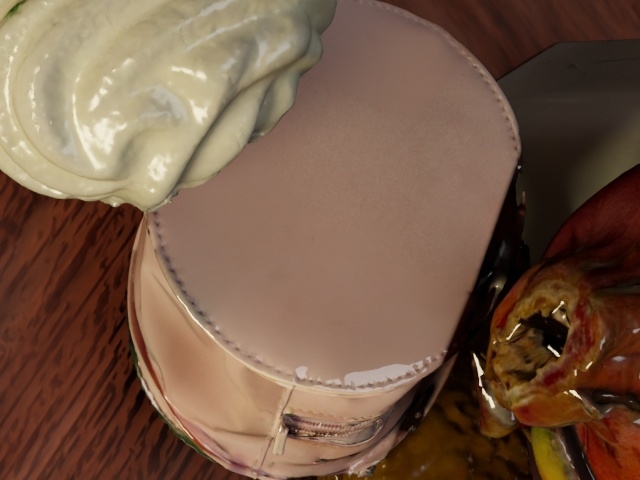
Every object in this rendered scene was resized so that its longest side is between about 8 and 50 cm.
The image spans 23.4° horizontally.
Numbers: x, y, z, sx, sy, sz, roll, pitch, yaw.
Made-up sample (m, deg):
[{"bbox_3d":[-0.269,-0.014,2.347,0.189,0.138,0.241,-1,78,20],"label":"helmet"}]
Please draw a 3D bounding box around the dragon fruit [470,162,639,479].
[{"bbox_3d":[0.212,0.061,0.722,0.315,0.250,0.250,5,90,-14],"label":"dragon fruit"}]

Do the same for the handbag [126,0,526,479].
[{"bbox_3d":[-0.001,0.000,0.715,0.179,0.116,0.205,26,64,-5],"label":"handbag"}]

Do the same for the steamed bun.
[{"bbox_3d":[-0.083,-0.101,0.622,0.183,0.183,0.106,-62,144,-20],"label":"steamed bun"}]

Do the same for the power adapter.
[{"bbox_3d":[0.207,-0.043,0.879,0.125,0.205,0.130,-33,116,-36],"label":"power adapter"}]

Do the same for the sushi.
[{"bbox_3d":[0.065,0.152,0.811,0.140,0.149,0.287,8,63,-13],"label":"sushi"}]
